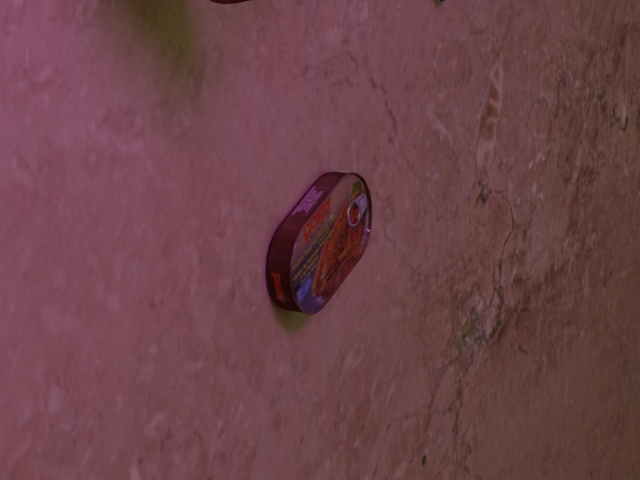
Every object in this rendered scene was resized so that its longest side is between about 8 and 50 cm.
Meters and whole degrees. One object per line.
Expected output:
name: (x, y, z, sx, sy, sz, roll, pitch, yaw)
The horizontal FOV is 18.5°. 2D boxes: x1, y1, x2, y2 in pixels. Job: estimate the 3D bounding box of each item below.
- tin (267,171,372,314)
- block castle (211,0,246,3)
tin: (0.000, 0.000, 2.101, 0.189, 0.040, 0.106, -51, 142, -45)
block castle: (-0.085, -0.440, 1.655, 0.453, 0.213, 0.303, 57, 48, -43)
